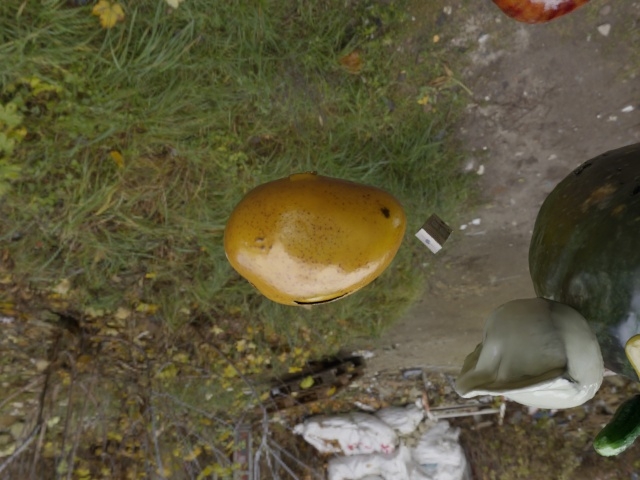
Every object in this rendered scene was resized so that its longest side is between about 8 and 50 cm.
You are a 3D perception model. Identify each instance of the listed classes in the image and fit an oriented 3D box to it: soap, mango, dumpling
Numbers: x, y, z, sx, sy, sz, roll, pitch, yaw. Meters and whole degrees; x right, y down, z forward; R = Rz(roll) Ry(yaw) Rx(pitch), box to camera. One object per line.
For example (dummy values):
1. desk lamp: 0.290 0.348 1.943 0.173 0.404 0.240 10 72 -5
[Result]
1. soap: 0.340 0.133 0.525 0.034 0.089 0.012 -27 -168 16
2. mango: 0.000 0.000 0.791 0.291 0.190 0.160 -12 166 -9
3. dumpling: 0.245 0.138 0.621 0.167 0.215 0.126 -19 117 33

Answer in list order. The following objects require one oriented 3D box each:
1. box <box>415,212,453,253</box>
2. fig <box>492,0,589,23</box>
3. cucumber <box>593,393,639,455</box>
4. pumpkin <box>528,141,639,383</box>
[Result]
1. box: 0.221 -0.015 0.992 0.053 0.083 0.024 44 129 2
2. fig: 0.226 -0.294 0.502 0.129 0.150 0.128 14 160 5
3. cucumber: 0.406 0.242 0.677 0.155 0.037 0.037 -20 168 -38
4. pumpkin: 0.539 0.021 0.745 0.455 0.454 0.343 -4 117 -1
